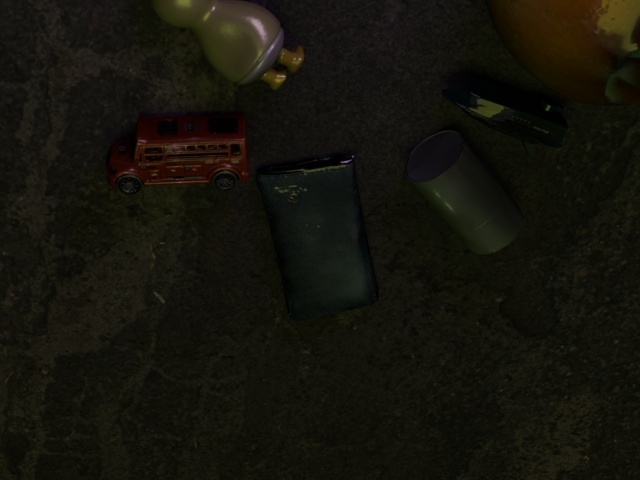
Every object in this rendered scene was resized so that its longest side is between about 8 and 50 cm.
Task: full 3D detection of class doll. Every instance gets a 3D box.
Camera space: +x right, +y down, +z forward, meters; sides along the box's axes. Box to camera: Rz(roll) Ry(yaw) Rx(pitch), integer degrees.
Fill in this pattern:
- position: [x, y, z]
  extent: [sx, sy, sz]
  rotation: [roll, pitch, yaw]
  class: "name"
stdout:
- position: [-0.163, -0.357, 1.935]
  extent: [0.296, 0.117, 0.141]
  rotation: [40, 133, -17]
  class: "doll"

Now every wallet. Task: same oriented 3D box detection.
- position: [0.000, 0.000, 2.290]
  extent: [0.190, 0.046, 0.379]
  rotation: [-10, 130, 3]
  class: "wallet"

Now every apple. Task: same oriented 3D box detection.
- position: [0.432, -0.393, 1.766]
  extent: [0.374, 0.374, 0.384]
  rotation: [16, 133, -17]
  class: "apple"

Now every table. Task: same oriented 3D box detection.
- position: [0.265, -0.086, 2.182]
  extent: [0.126, 0.126, 0.220]
  rotation: [-30, 127, 20]
  class: "table"

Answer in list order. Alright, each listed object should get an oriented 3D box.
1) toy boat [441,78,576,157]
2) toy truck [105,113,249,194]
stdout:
- position: [0.321, -0.223, 2.089]
  extent: [0.246, 0.093, 0.103]
  rotation: [17, 120, -18]
  class: "toy boat"
- position: [-0.253, -0.159, 2.095]
  extent: [0.252, 0.107, 0.114]
  rotation: [-2, 130, -4]
  class: "toy truck"
